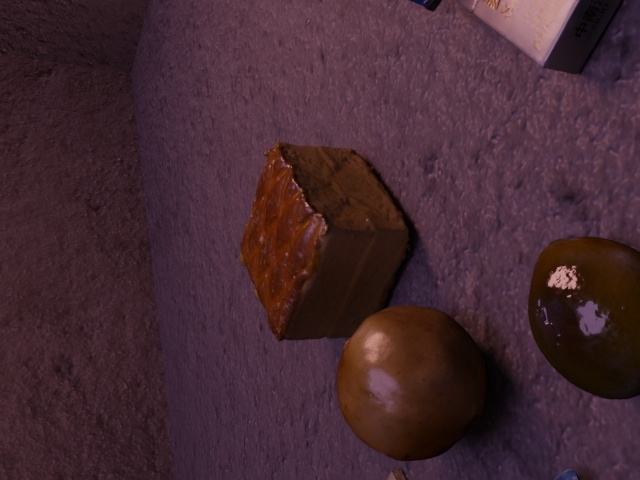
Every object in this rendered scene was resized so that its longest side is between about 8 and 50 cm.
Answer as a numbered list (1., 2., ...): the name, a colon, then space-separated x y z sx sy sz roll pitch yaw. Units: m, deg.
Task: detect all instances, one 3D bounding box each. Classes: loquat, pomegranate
1. loquat: 0.296 0.075 0.671 0.195 0.152 0.152 58 138 35
2. pomegranate: 0.130 0.205 0.906 0.233 0.233 0.233 -7 82 62

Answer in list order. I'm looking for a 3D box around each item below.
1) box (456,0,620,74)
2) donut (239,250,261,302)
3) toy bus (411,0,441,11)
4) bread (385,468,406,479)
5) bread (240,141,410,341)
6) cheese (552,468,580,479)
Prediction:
1. box: 0.276 -0.339 0.812 0.243 0.067 0.155 61 138 45
2. donut: -0.132 0.074 1.510 0.146 0.078 0.181 -20 88 67
3. toy bus: 0.143 -0.468 0.956 0.116 0.133 0.234 122 158 -47
4. bread: 0.146 0.463 1.052 0.154 0.028 0.068 58 137 48
5. bread: 0.000 0.000 1.170 0.279 0.206 0.279 59 137 47
6. cheese: 0.314 0.395 0.708 0.135 0.052 0.245 -63 37 39
